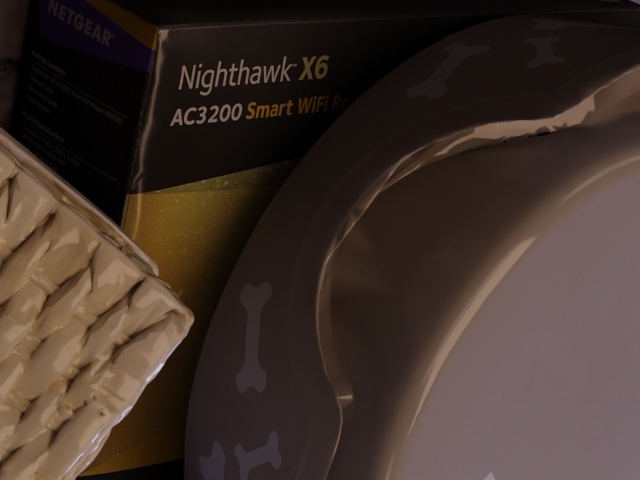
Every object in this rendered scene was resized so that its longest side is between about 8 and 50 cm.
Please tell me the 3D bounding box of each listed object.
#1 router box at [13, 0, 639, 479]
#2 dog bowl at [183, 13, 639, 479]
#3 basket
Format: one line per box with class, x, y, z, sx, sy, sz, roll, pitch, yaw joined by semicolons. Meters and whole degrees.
router box;0.000;0.000;0.774;0.308;0.081;0.243;-10;121;-44
dog bowl;0.087;0.059;0.759;0.348;0.102;0.349;-26;131;-34
basket;-0.135;0.044;0.563;0.113;0.103;0.167;41;83;-20
